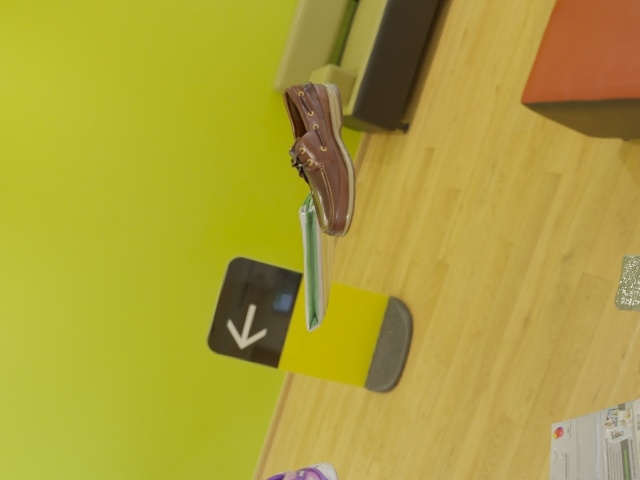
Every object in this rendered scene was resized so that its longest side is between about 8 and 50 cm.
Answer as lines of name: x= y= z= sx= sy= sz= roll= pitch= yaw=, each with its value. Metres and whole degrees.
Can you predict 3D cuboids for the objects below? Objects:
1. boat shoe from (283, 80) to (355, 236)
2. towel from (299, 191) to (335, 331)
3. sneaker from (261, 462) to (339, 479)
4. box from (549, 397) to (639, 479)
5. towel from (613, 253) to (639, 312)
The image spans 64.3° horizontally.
boat shoe: x=-0.005 y=-0.087 z=0.543 sx=0.064 sy=0.060 sz=0.178 roll=140 pitch=125 yaw=-62
towel: x=0.000 y=0.000 z=1.015 sx=0.325 sy=0.038 sz=0.248 roll=-77 pitch=-15 yaw=-68
sneaker: x=-0.073 y=0.427 z=0.833 sx=0.236 sy=0.104 sz=0.095 roll=-42 pitch=50 yaw=38
box: x=0.454 y=0.338 z=0.810 sx=0.186 sy=0.038 sz=0.145 roll=-41 pitch=11 yaw=42
towel: x=0.815 y=0.112 z=1.289 sx=0.110 sy=0.027 sz=0.148 roll=11 pitch=89 yaw=28
